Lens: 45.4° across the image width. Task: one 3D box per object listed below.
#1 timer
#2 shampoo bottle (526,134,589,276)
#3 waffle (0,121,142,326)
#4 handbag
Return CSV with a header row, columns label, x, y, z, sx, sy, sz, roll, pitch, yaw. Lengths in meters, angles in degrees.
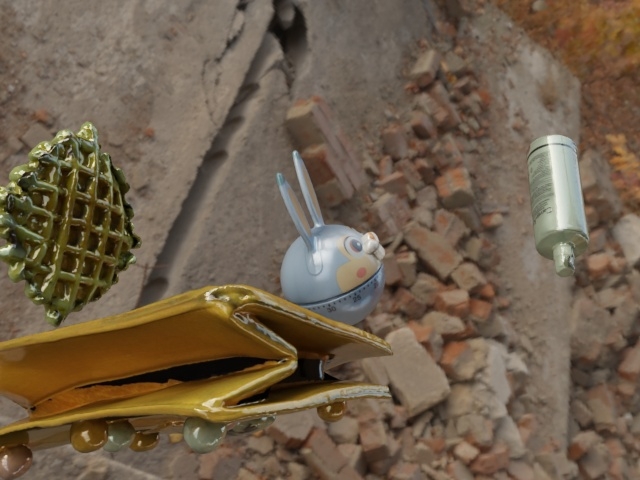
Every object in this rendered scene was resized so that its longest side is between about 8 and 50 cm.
label,x,y,z,sx,sy,sz,roll,pitch,yaw
timer,0.020,0.009,1.132,0.175,0.175,0.255,-27,126,-50
shampoo bottle,0.388,-0.053,1.248,0.085,0.085,0.262,32,46,-30
waffle,-0.305,-0.022,0.940,0.214,0.054,0.207,-51,135,-48
handbag,-0.150,0.158,0.793,0.283,0.401,0.133,14,64,-53
